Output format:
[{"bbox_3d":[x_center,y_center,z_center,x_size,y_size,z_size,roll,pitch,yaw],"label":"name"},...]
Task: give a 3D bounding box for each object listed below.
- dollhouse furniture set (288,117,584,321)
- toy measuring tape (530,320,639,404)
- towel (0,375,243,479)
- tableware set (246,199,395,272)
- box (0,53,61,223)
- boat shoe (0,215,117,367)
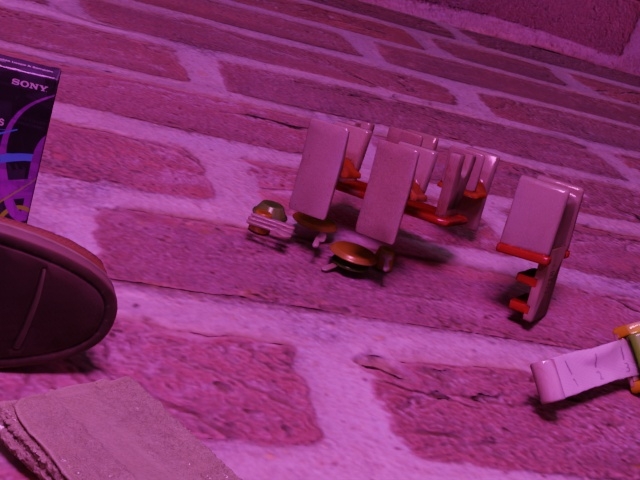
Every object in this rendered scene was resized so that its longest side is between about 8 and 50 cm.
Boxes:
[{"bbox_3d":[0.122,-0.026,1.083,0.259,0.135,0.262,20,12,23],"label":"dollhouse furniture set"},{"bbox_3d":[0.325,0.094,0.951,0.330,0.121,0.121,-4,31,-44],"label":"toy measuring tape"},{"bbox_3d":[-0.121,0.132,0.638,0.148,0.027,0.110,32,25,32],"label":"towel"},{"bbox_3d":[0.000,0.000,1.049,0.154,0.024,0.104,18,19,2],"label":"tableware set"},{"bbox_3d":[-0.272,-0.068,0.802,0.116,0.162,0.029,12,24,-16],"label":"box"},{"bbox_3d":[-0.287,0.006,0.687,0.307,0.110,0.104,10,25,-21],"label":"boat shoe"}]
